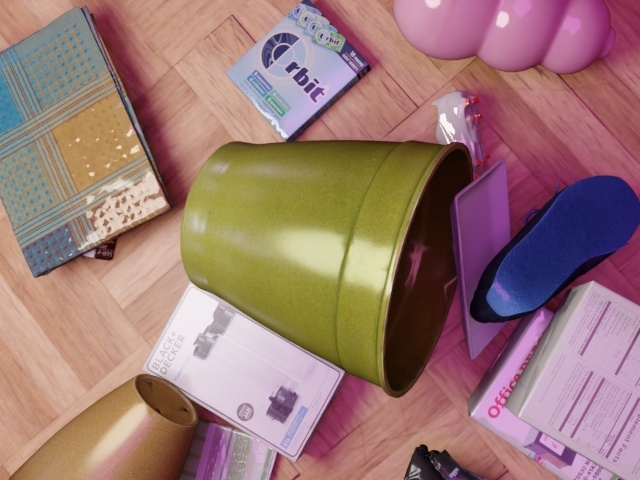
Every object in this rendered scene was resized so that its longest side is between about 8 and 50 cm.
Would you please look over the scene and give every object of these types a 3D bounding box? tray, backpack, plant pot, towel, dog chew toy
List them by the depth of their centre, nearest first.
[{"bbox_3d":[0.236,0.027,1.253,0.030,0.145,0.270,13,125,38],"label":"tray"},{"bbox_3d":[0.000,0.000,1.256,0.352,0.366,0.367,15,89,21],"label":"plant pot"},{"bbox_3d":[0.207,0.405,1.288,0.182,0.115,0.152,19,79,8],"label":"backpack"},{"bbox_3d":[0.282,-0.350,1.291,0.331,0.206,0.207,20,90,2],"label":"dog chew toy"},{"bbox_3d":[-0.308,0.336,1.298,0.237,0.237,0.254,39,101,9],"label":"plant pot"},{"bbox_3d":[-0.423,-0.160,1.393,0.271,0.040,0.370,-26,83,9],"label":"towel"},{"bbox_3d":[-0.151,0.363,1.401,0.152,0.023,0.113,15,87,12],"label":"towel"}]

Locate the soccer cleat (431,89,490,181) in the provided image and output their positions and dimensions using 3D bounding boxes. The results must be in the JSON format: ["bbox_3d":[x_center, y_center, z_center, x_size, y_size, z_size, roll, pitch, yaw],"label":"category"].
[{"bbox_3d":[0.224,-0.139,1.355,0.076,0.068,0.196,-7,93,39],"label":"soccer cleat"}]

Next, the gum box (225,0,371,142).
[{"bbox_3d":[-0.037,-0.280,1.410,0.184,0.041,0.157,-43,81,5],"label":"gum box"}]

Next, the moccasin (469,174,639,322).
[{"bbox_3d":[0.334,0.005,1.256,0.342,0.117,0.138,-27,80,-30],"label":"moccasin"}]

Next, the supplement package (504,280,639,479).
[{"bbox_3d":[0.409,0.205,1.110,0.262,0.199,0.198,29,88,9],"label":"supplement package"}]

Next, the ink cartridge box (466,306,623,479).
[{"bbox_3d":[0.386,0.251,1.272,0.278,0.117,0.201,33,92,9],"label":"ink cartridge box"}]

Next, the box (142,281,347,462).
[{"bbox_3d":[-0.118,0.206,1.369,0.290,0.087,0.169,30,91,10],"label":"box"}]

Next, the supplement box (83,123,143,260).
[{"bbox_3d":[-0.396,-0.097,1.439,0.130,0.073,0.240,12,89,11],"label":"supplement box"}]
